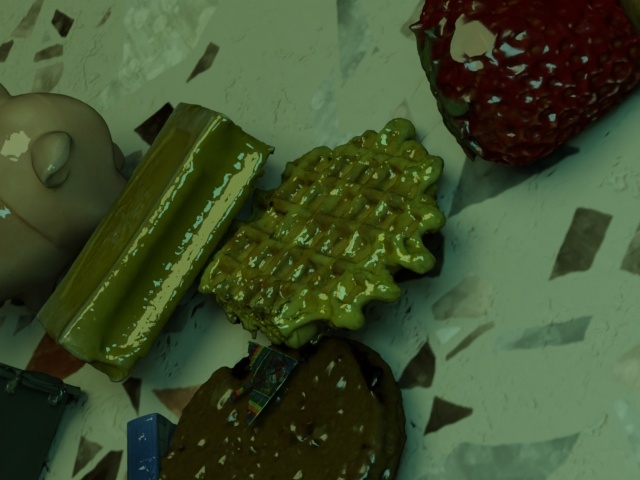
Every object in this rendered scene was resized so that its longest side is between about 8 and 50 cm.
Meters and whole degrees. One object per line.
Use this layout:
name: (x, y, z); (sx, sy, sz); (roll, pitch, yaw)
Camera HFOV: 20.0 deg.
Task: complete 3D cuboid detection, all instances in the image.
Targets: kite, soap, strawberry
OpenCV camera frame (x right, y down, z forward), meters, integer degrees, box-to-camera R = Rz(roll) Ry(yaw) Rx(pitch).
kite: (-0.059, 0.140, 1.855); (0.090, 0.004, 0.122); (-30, 38, 20)
soap: (-0.189, -0.003, 2.043); (0.315, 0.091, 0.199); (-56, 18, -3)
strawberry: (0.227, -0.186, 1.816); (0.244, 0.205, 0.205); (-19, 49, 3)

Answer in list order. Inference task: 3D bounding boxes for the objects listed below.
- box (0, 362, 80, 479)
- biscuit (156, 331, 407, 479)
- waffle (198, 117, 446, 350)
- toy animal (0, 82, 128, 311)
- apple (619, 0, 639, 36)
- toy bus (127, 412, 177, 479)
box: (-0.414, 0.203, 2.108); (0.243, 0.163, 0.135); (6, 77, 41)
biscuit: (-0.037, 0.220, 1.828); (0.296, 0.075, 0.296); (-25, 42, 25)
waffle: (0.002, 0.002, 1.907); (0.307, 0.060, 0.312); (-32, 30, 16)
toy animal: (-0.379, -0.039, 2.164); (0.326, 0.269, 0.237); (-24, 45, -27)
apple: (0.413, -0.299, 1.647); (0.302, 0.301, 0.301); (-21, 52, 29)
toy bus: (-0.178, 0.260, 1.934); (0.051, 0.061, 0.153); (-22, 50, 22)
